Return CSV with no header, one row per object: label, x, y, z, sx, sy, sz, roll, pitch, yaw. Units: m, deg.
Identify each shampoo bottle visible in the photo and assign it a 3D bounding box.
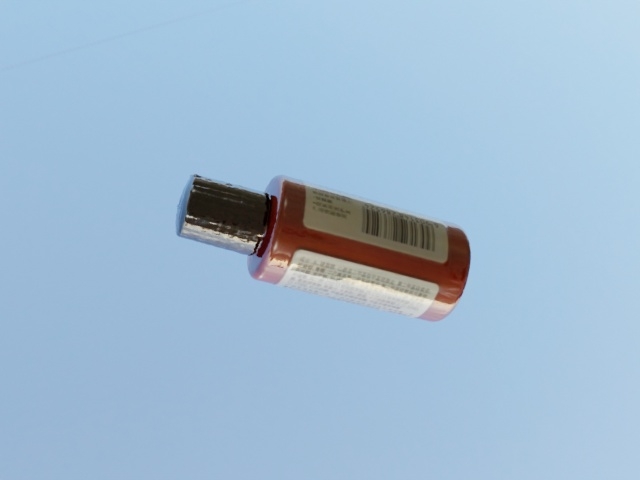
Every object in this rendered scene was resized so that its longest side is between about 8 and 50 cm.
shampoo bottle,0.000,0.000,0.722,0.278,0.104,0.104,15,-121,-17
